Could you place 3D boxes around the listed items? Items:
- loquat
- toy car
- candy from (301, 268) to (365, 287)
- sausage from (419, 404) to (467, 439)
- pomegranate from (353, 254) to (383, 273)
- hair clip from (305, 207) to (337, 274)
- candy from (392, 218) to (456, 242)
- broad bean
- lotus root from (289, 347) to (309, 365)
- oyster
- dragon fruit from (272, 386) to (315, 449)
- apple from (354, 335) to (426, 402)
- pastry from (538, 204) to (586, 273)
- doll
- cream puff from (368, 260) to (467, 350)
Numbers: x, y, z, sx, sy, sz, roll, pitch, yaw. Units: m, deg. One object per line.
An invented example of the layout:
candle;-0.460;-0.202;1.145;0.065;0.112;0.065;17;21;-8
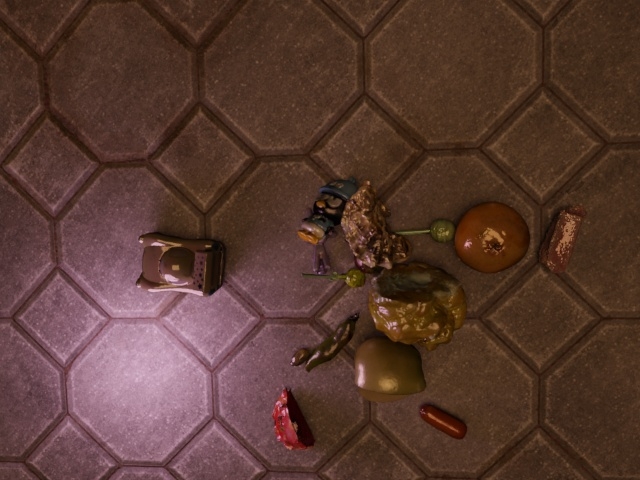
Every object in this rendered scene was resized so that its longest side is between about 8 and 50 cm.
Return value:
loquat;0.619;-0.011;1.670;0.263;0.263;0.262;0;95;6
toy car;-0.565;0.101;1.808;0.336;0.226;0.242;6;95;4
candy;0.052;0.141;1.787;0.262;0.073;0.077;5;109;-17
sausage;0.488;0.722;1.826;0.198;0.076;0.076;28;97;4
pomegranate;0.193;0.070;1.787;0.130;0.130;0.130;0;95;6
hair clip;0.001;0.004;1.811;0.137;0.090;0.278;-7;94;-2
candy;0.354;-0.031;1.785;0.336;0.092;0.093;-4;99;15
broad bean;0.056;0.416;1.851;0.077;0.061;0.339;43;97;9
lotus root;-0.086;0.482;1.876;0.099;0.054;0.049;-46;68;6
oyster;0.202;-0.054;1.683;0.238;0.115;0.351;-28;109;-29
dragon fruit;-0.135;0.750;1.848;0.126;0.161;0.274;-25;94;5
apple;0.257;0.479;1.733;0.258;0.295;0.233;-8;65;6
pastry;0.899;-0.012;1.710;0.103;0.112;0.265;16;108;-6
doll;0.040;-0.124;1.737;0.177;0.141;0.314;21;65;39
cream puff;0.357;0.257;1.680;0.379;0.378;0.275;-6;117;6
